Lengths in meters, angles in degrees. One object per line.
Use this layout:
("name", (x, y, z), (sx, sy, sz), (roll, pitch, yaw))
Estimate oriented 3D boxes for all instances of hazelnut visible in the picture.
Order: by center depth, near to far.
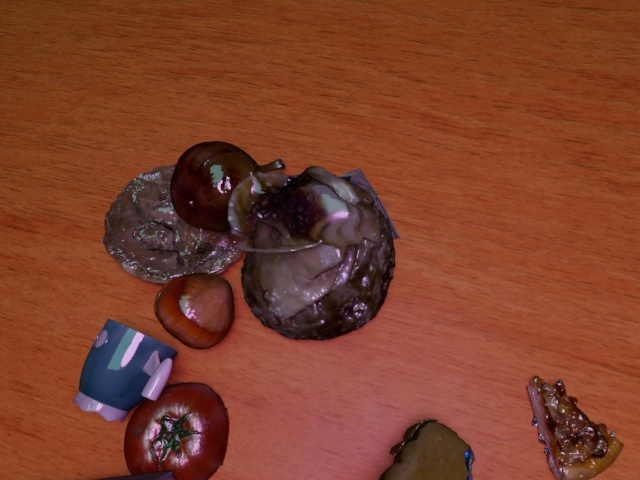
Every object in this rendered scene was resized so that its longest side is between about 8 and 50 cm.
("hazelnut", (-0.276, 0.152, 0.927), (0.182, 0.182, 0.182), (-2, 65, 4))

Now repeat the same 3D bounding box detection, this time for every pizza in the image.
("pizza", (0.486, 0.356, 0.806), (0.154, 0.069, 0.194), (-26, 67, -6))

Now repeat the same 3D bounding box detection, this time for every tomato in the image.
("tomato", (-0.302, 0.401, 0.851), (0.225, 0.085, 0.225), (-2, 62, 3))

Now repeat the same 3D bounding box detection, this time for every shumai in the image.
("shumai", (0.000, 0.000, 0.865), (0.395, 0.348, 0.395), (0, 67, -1))

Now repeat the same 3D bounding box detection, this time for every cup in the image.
("cup", (-0.421, 0.280, 0.869), (0.300, 0.167, 0.173), (2, 58, 41))

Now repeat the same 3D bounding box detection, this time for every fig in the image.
("fig", (-0.197, -0.142, 1.005), (0.217, 0.217, 0.321), (37, 35, 20))

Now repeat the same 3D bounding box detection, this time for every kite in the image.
("kite", (0.053, -0.067, 1.078), (0.335, 0.011, 0.314), (19, 68, 14))

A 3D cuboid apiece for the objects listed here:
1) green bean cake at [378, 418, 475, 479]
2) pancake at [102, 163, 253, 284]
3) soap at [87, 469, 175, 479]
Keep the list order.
("green bean cake", (0.216, 0.510, 0.702), (0.285, 0.202, 0.310), (-38, 68, -26))
("pancake", (-0.357, -0.052, 1.067), (0.387, 0.082, 0.386), (1, 64, -3))
("soap", (-0.392, 0.628, 0.644), (0.350, 0.213, 0.435), (-12, 74, 1))
